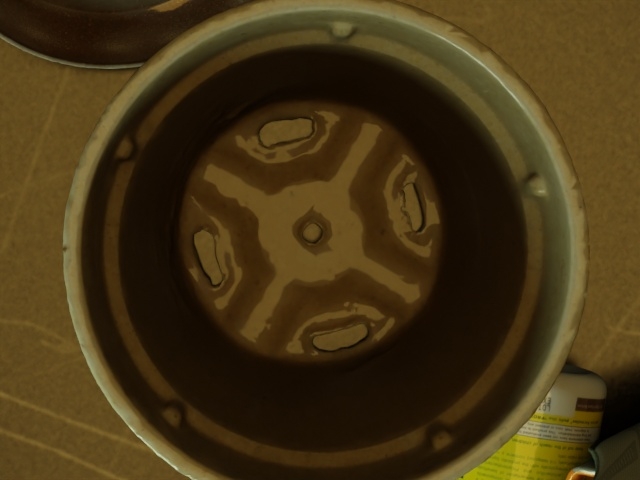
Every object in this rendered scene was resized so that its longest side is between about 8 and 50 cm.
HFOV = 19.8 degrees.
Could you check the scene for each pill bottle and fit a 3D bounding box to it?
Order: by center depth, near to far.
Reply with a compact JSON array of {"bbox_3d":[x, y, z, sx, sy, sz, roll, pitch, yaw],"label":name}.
[{"bbox_3d":[0.147,0.199,1.418,0.117,0.117,0.215,10,92,-2],"label":"pill bottle"}]

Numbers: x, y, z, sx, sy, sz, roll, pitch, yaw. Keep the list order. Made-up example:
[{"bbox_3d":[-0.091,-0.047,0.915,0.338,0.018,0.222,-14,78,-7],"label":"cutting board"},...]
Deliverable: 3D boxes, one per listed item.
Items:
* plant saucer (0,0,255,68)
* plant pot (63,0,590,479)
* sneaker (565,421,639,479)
[{"bbox_3d":[-0.142,-0.273,1.352,0.311,0.050,0.310,-12,129,-15],"label":"plant saucer"},{"bbox_3d":[0.000,0.000,1.309,0.334,0.305,0.333,0,93,-2],"label":"plant pot"},{"bbox_3d":[0.249,0.164,1.363,0.108,0.271,0.100,14,118,23],"label":"sneaker"}]
